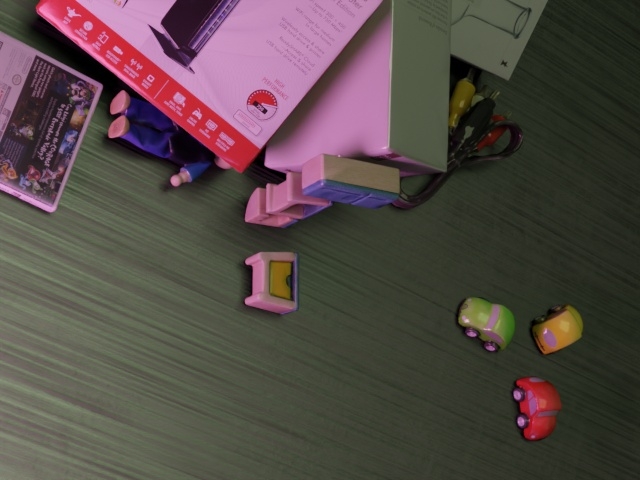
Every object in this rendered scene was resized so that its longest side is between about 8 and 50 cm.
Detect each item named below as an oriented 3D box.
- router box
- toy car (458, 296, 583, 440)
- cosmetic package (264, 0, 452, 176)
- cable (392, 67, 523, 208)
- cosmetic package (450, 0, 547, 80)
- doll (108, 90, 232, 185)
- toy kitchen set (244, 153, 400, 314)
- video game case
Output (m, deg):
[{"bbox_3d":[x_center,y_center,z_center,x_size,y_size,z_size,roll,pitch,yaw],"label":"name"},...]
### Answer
[{"bbox_3d":[-0.136,-0.308,1.544,0.335,0.301,0.082,38,15,-9],"label":"router box"},{"bbox_3d":[0.308,0.159,1.857,0.225,0.053,0.239,35,60,-21],"label":"toy car"},{"bbox_3d":[0.056,-0.280,1.679,0.156,0.217,0.385,12,79,-51],"label":"cosmetic package"},{"bbox_3d":[0.210,-0.134,1.886,0.139,0.072,0.287,45,68,-13],"label":"cable"},{"bbox_3d":[0.243,-0.471,1.850,0.284,0.097,0.377,18,103,-30],"label":"cosmetic package"},{"bbox_3d":[-0.191,-0.133,1.620,0.189,0.046,0.129,17,59,-35],"label":"doll"},{"bbox_3d":[0.000,0.000,1.608,0.122,0.207,0.166,9,72,-30],"label":"toy kitchen set"},{"bbox_3d":[-0.380,-0.154,1.519,0.173,0.022,0.190,27,63,-24],"label":"video game case"}]
